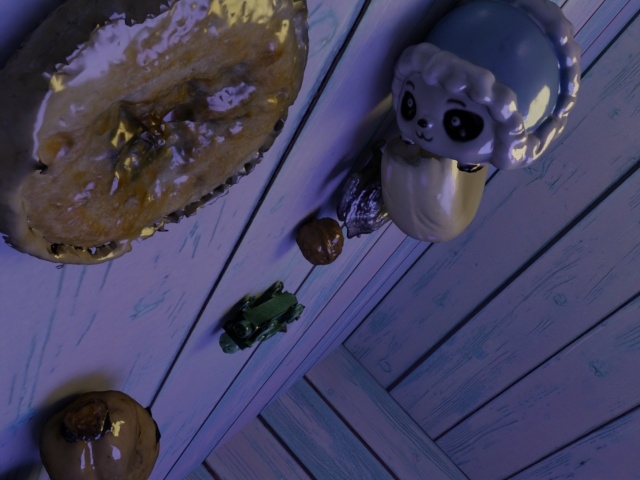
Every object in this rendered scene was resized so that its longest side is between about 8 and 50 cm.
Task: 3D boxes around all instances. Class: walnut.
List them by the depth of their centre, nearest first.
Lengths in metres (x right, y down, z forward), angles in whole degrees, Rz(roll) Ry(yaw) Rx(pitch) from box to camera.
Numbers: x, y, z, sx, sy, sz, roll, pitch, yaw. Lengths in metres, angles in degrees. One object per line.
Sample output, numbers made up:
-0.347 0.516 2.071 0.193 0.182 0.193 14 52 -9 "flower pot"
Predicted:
0.000 0.000 0.977 0.079 0.082 0.096 -21 149 -7 "walnut"

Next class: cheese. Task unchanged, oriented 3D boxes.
0.187 -0.132 0.881 0.266 0.127 0.233 -59 153 -36 "cheese"

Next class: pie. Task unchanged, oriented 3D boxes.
-0.110 -0.083 0.417 0.274 0.055 0.274 -41 166 -12 "pie"

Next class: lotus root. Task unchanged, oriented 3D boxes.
-0.305 0.286 0.806 0.154 0.140 0.257 -22 148 -27 "lotus root"

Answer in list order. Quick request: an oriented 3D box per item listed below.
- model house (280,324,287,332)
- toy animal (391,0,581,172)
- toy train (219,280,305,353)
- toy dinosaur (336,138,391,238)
-0.107 0.188 1.283 0.057 0.058 0.083 -42 167 -10 "model house"
0.189 -0.199 0.699 0.204 0.208 0.156 -42 141 -14 "toy animal"
-0.118 0.159 1.111 0.132 0.083 0.200 -47 167 26 "toy train"
0.088 -0.078 0.992 0.162 0.077 0.294 -49 153 -6 "toy dinosaur"
